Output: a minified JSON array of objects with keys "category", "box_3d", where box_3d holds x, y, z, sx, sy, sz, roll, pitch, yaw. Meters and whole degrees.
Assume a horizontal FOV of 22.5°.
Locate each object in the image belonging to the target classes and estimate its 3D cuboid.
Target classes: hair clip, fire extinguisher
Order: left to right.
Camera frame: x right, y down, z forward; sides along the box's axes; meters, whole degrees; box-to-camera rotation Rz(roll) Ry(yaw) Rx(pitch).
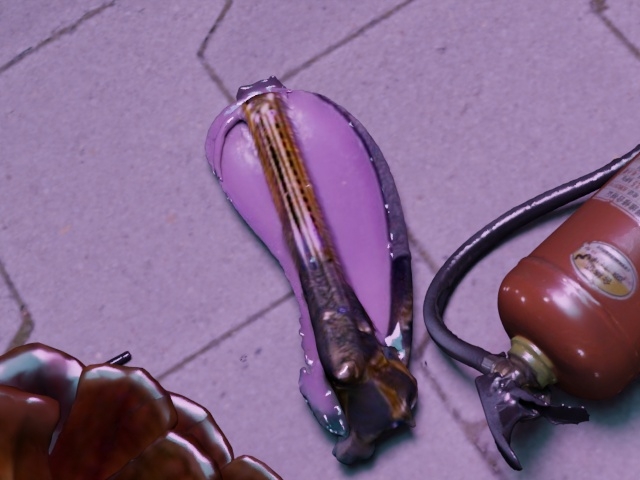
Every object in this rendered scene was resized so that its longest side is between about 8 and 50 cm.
[{"category":"hair clip","box_3d":[0.002,-0.001,1.220,0.110,0.095,0.359,-46,40,28]},{"category":"fire extinguisher","box_3d":[0.219,0.004,1.143,0.376,0.113,0.200,-43,15,-13]}]

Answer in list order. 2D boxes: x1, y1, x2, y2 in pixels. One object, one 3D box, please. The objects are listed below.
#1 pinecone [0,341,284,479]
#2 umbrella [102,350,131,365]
[{"category":"pinecone","box_3d":[-0.176,0.241,0.956,0.397,0.398,0.398,-7,58,11]},{"category":"umbrella","box_3d":[-0.266,0.147,1.220,0.269,0.044,0.044,-30,18,-11]}]
